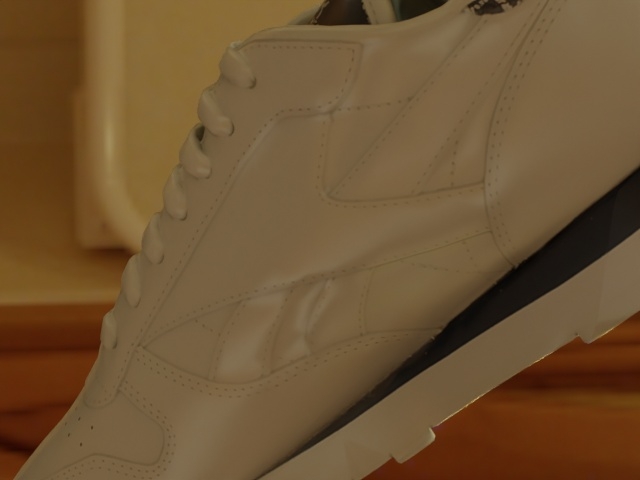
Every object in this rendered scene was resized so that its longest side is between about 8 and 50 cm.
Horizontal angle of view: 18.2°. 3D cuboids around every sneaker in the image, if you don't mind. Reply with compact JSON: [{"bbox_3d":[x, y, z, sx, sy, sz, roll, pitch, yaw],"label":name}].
[{"bbox_3d":[0.000,0.000,0.453,0.235,0.095,0.090,-39,-172,25],"label":"sneaker"}]
